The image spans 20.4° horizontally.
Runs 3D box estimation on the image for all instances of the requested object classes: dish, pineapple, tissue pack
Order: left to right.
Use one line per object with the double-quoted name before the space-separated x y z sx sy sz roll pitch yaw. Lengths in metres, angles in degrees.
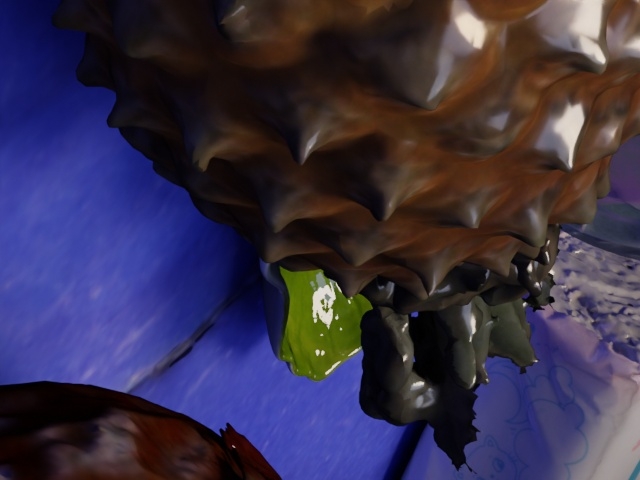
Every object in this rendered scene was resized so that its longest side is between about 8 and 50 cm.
"dish" 0.000 0.000 0.701 0.091 0.039 0.137 -47 154 -5
"pineapple" 0.023 -0.035 0.528 0.175 0.175 0.361 -47 158 -19
"tissue pack" 0.141 0.121 1.052 0.201 0.124 0.271 -27 146 -52

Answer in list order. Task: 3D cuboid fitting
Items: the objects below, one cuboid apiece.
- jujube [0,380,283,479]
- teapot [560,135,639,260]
"jujube" -0.104 0.135 0.512 0.243 0.183 0.183 -16 136 -47
"teapot" 0.130 -0.119 0.702 0.163 0.221 0.178 -21 -155 50
